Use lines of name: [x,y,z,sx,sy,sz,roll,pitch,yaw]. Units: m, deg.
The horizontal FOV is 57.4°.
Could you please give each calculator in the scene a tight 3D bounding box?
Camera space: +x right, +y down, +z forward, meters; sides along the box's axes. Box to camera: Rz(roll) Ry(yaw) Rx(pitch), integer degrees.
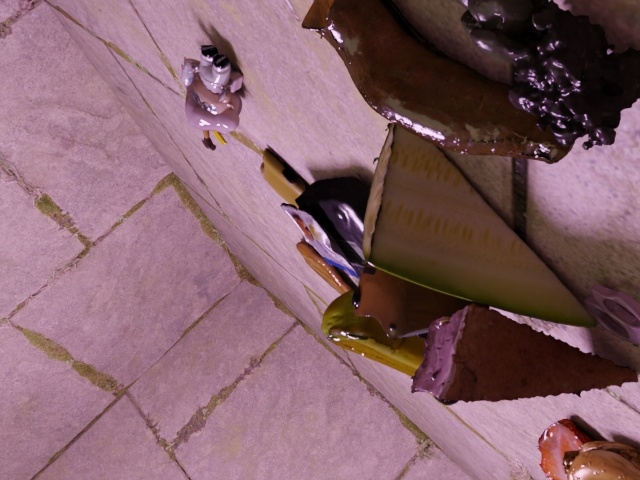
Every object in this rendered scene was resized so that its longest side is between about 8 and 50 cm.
calculator: [-0.051,-0.100,1.308,0.236,0.033,0.157,44,167,1]

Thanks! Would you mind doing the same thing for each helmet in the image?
helmet: [0.150,0.055,0.856,0.224,0.198,0.130,-132,46,-71]

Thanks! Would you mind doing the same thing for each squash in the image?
squash: [0.200,-0.015,0.740,0.289,0.203,0.111,13,170,-4]

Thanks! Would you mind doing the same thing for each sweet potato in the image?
sweet potato: [0.097,-0.148,0.544,0.286,0.085,0.112,42,162,18]

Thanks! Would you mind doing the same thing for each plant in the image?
plant: [0.154,-0.139,0.413,0.174,0.087,0.085,49,133,2]

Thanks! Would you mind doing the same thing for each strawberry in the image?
strawberry: [0.463,0.392,1.065,0.146,0.082,0.187,-6,114,48]

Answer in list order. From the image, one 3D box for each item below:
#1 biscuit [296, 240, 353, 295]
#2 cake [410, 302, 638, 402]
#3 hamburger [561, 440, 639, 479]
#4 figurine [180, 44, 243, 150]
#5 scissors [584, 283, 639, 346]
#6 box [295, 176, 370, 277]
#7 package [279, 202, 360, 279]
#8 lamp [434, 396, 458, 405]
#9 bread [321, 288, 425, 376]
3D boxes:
biscuit: [0.022,0.095,1.664,0.260,0.041,0.203,44,167,20]
cake: [0.254,0.149,0.728,0.295,0.112,0.116,10,165,-22]
hamburger: [0.471,0.390,0.935,0.147,0.083,0.138,-33,86,49]
figurine: [-0.200,-0.273,1.094,0.137,0.112,0.229,37,154,5]
scissors: [0.377,0.121,0.618,0.212,0.021,0.110,39,173,26]
box: [0.087,0.007,1.096,0.289,0.073,0.290,49,168,-16]
package: [0.000,0.000,1.125,0.173,0.027,0.171,53,167,-19]
lamp: [0.231,0.231,1.414,0.130,0.108,0.371,40,-172,-34]
bread: [0.182,0.191,1.096,0.384,0.112,0.166,27,160,-25]
